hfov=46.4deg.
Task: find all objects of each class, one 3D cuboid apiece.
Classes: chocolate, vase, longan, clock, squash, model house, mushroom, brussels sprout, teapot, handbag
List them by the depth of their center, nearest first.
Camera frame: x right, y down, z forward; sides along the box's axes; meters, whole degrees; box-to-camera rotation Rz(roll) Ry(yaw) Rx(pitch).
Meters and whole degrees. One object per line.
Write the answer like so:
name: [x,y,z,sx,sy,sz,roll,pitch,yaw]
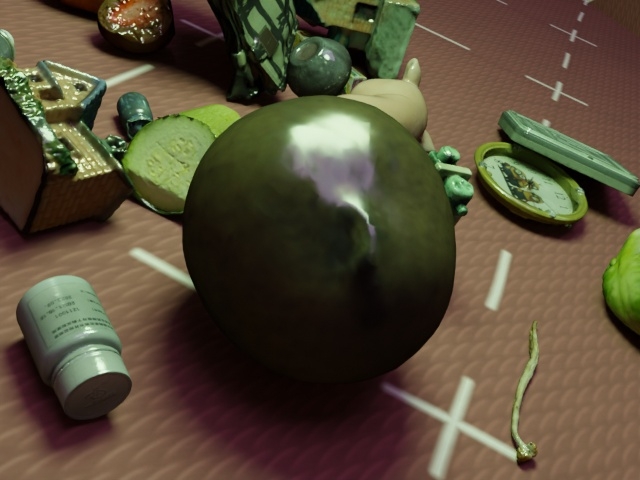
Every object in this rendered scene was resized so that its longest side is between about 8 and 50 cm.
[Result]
longan: [0.000,0.000,0.824,0.319,0.319,0.319,16,34,-11]
model house: [-0.321,-0.119,0.925,0.172,0.166,0.183,-17,61,-49]
mushroom: [0.269,0.184,0.974,0.028,0.026,0.286,38,31,-6]
squash: [-0.158,-0.149,1.091,0.137,0.137,0.287,27,31,6]
teapot: [-0.280,-0.184,1.143,0.049,0.063,0.083,-21,49,-6]
brussels sprout: [0.549,0.081,1.169,0.223,0.161,0.223,-3,34,2]
chocolate: [-0.330,-0.396,1.334,0.133,0.127,0.124,-7,45,-11]
vase: [0.017,-0.276,1.344,0.183,0.120,0.120,49,10,-44]
handbag: [-0.147,-0.457,1.359,0.162,0.325,0.327,-14,40,8]
clock: [0.387,-0.098,1.407,0.237,0.057,0.237,15,36,-12]
model house: [0.019,-0.499,1.631,0.325,0.194,0.267,11,34,-13]

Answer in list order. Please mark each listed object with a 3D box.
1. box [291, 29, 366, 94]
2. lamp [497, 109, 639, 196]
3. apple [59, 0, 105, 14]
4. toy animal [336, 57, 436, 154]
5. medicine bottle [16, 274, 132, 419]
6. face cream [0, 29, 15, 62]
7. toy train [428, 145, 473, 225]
box: [0.015,-0.372,1.572,0.041,0.050,0.207,-15,49,-41]
lamp: [0.506,-0.185,1.546,0.269,0.047,0.266,24,19,-1]
apple: [-0.417,-0.518,1.415,0.235,0.173,0.210,26,28,-12]
toy animal: [0.090,-0.198,1.273,0.154,0.166,0.250,25,41,34]
medicine bottle: [-0.238,0.103,0.725,0.080,0.080,0.130,-8,45,-38]
face cream: [-0.507,-0.233,1.041,0.073,0.073,0.283,20,34,-5]
toy train: [0.146,-0.036,1.051,0.080,0.194,0.125,6,43,-30]
